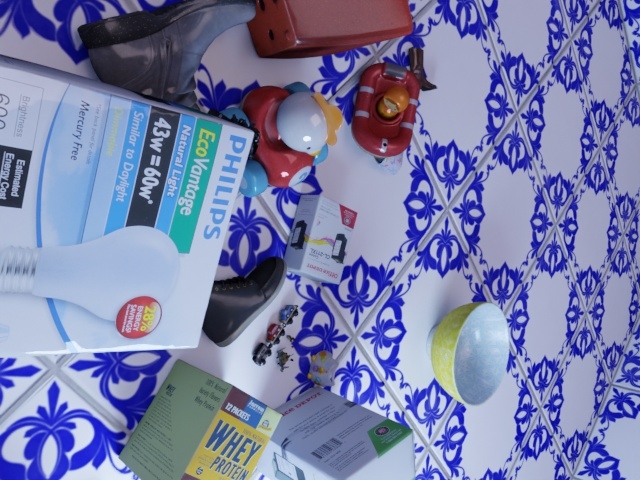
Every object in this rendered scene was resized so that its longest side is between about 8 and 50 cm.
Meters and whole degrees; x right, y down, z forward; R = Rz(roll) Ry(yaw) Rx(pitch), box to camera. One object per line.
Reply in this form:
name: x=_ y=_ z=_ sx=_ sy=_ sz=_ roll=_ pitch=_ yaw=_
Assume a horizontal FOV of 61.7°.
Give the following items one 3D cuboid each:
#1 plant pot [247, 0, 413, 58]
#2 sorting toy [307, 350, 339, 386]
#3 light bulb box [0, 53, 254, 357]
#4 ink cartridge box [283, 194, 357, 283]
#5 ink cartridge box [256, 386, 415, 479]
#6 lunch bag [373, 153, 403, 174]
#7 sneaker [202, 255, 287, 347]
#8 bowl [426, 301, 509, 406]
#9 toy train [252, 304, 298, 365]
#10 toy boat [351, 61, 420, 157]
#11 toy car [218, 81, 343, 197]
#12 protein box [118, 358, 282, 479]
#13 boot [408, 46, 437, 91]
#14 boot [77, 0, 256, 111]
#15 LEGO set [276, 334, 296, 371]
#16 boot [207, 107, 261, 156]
plant pot: x=-0.017 y=-0.488 z=1.045 sx=0.235 sy=0.267 sz=0.268 roll=-28 pitch=112 yaw=-24
sorting toy: x=0.013 y=0.302 z=1.244 sx=0.044 sy=0.075 sz=0.084 roll=17 pitch=82 yaw=-41
light bulb box: x=-0.334 y=-0.044 z=0.757 sx=0.360 sy=0.225 sz=0.358 roll=6 pitch=106 yaw=-41
ink cartridge box: x=0.000 y=0.000 z=1.209 sx=0.127 sy=0.072 sz=0.175 roll=22 pitch=79 yaw=-41
ink cartridge box: x=0.022 y=0.440 z=1.124 sx=0.211 sy=0.289 sz=0.122 roll=-18 pitch=108 yaw=-39
lunch bag: x=0.171 y=-0.216 z=1.358 sx=0.071 sy=0.053 sz=0.084 roll=21 pitch=69 yaw=-42
sneaker: x=-0.162 y=0.093 z=1.066 sx=0.222 sy=0.083 sz=0.118 roll=-52 pitch=124 yaw=-24
bowl: x=0.400 y=0.310 z=1.535 sx=0.289 sy=0.156 sz=0.290 roll=-4 pitch=96 yaw=-41
toy train: x=-0.099 y=0.201 z=1.171 sx=0.036 sy=0.027 sz=0.158 roll=45 pitch=65 yaw=-23
toy boat: x=0.162 y=-0.313 z=1.252 sx=0.150 sy=0.151 sz=0.231 roll=11 pitch=85 yaw=-9
toy car: x=-0.041 y=-0.206 z=1.045 sx=0.219 sy=0.237 sz=0.211 roll=-32 pitch=114 yaw=-35
protein box: x=-0.216 y=0.352 z=0.962 sx=0.136 sy=0.199 sz=0.201 roll=44 pitch=65 yaw=-35
boot: x=0.277 y=-0.464 z=1.444 sx=0.106 sy=0.037 sz=0.114 roll=-8 pitch=94 yaw=-43
boot: x=-0.242 y=-0.305 z=0.963 sx=0.338 sy=0.118 sz=0.223 roll=-29 pitch=119 yaw=-29
LEGO set: x=-0.081 y=0.252 z=1.197 sx=0.054 sy=0.023 sz=0.083 roll=57 pitch=45 yaw=-31
boot: x=-0.164 y=-0.183 z=0.986 sx=0.099 sy=0.121 sz=0.045 roll=25 pitch=58 yaw=1
